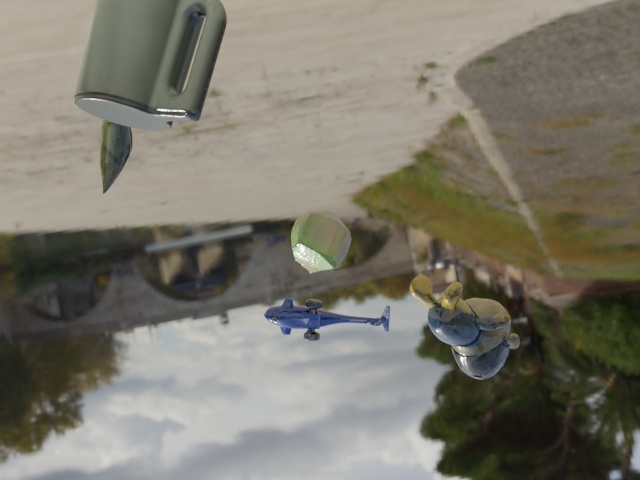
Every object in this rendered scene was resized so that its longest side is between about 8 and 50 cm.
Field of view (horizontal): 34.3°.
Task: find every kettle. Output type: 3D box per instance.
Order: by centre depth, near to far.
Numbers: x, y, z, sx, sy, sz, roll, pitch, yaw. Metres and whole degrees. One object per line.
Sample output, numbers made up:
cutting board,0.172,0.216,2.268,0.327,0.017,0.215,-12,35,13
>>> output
kettle,-0.143,-0.174,0.907,0.127,0.148,0.098,12,171,2

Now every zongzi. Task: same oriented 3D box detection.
zongzi,-0.347,-0.149,1.720,0.052,0.113,0.104,13,152,5

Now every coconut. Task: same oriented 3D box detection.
coconut,0.000,0.000,1.296,0.083,0.081,0.082,35,151,-33

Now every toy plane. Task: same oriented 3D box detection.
toy plane,0.009,0.101,1.369,0.167,0.054,0.062,4,-170,-2

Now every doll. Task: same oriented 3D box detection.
doll,0.174,0.097,1.209,0.102,0.179,0.089,10,-123,39
